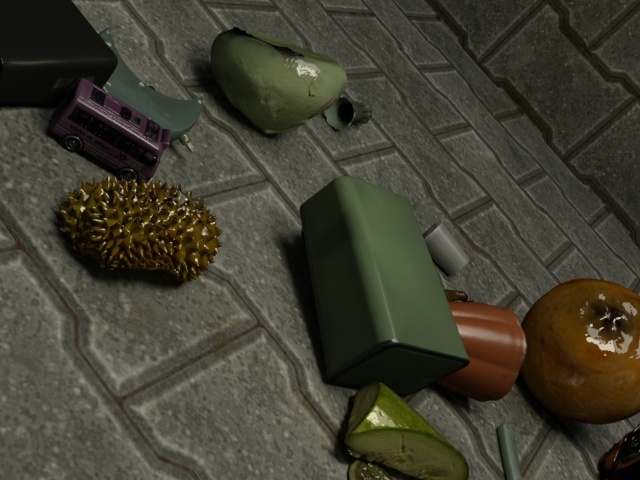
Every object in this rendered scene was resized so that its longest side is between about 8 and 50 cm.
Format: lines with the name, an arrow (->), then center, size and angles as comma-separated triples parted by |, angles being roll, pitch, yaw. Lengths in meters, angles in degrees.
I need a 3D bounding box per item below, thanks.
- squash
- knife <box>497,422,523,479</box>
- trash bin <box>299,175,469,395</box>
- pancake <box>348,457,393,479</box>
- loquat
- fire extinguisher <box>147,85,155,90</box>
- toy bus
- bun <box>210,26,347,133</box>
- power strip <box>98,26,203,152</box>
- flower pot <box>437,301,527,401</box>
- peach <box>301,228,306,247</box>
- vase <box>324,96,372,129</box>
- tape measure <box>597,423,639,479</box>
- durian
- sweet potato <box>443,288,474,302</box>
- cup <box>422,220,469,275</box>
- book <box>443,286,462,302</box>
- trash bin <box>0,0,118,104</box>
squash -> 0.157, 0.338, 1.426 | 0.252, 0.093, 0.169 | 44, 17, -5
knife -> 0.361, 0.410, 1.712 | 0.044, 0.023, 0.162 | 39, 28, -23
trash bin -> 0.103, 0.075, 1.586 | 0.223, 0.158, 0.343 | 18, 49, -42
pancake -> 0.084, 0.378, 1.375 | 0.108, 0.017, 0.108 | 31, 34, -24
loquat -> 0.581, 0.235, 1.947 | 0.328, 0.328, 0.328 | 34, 30, -23
fire extinguisher -> -0.329, -0.260, 1.640 | 0.083, 0.025, 0.038 | -31, 102, -62
toy bus -> -0.329, -0.172, 1.443 | 0.178, 0.098, 0.087 | 32, 30, -26
bun -> -0.096, -0.320, 1.885 | 0.293, 0.187, 0.293 | 20, 16, -6
power strip -> -0.308, -0.247, 1.584 | 0.253, 0.054, 0.167 | 38, 46, -21
flower pot -> 0.262, 0.199, 1.708 | 0.173, 0.190, 0.190 | 16, 38, -26
peach -> 0.001, 0.001, 1.715 | 0.098, 0.061, 0.098 | 19, 54, -27
vase -> 0.075, -0.312, 2.224 | 0.081, 0.081, 0.148 | 52, 24, 10
tape measure -> 0.688, 0.470, 1.900 | 0.135, 0.202, 0.223 | 49, 32, -2
durian -> -0.257, -0.030, 1.330 | 0.249, 0.138, 0.183 | 6, 55, -43
sweet potato -> 0.270, 0.121, 1.926 | 0.153, 0.038, 0.041 | 6, 25, -50
cup -> 0.279, 0.017, 2.086 | 0.116, 0.074, 0.104 | 48, -1, -4
book -> 0.274, 0.153, 1.945 | 0.172, 0.012, 0.118 | -2, 53, -55
trash bin -> -0.461, -0.297, 1.414 | 0.165, 0.115, 0.225 | 51, 30, 11
